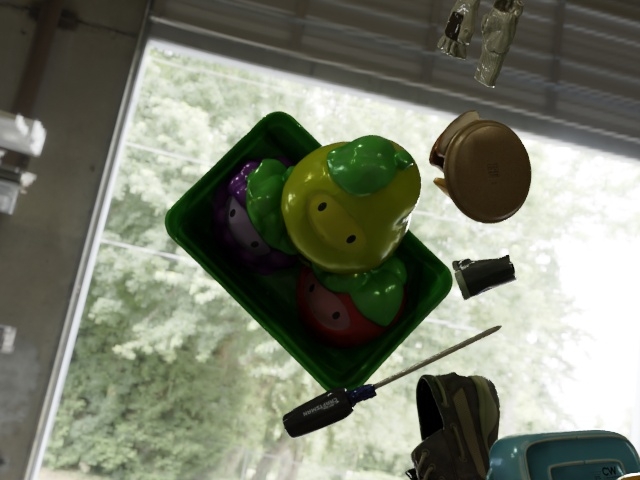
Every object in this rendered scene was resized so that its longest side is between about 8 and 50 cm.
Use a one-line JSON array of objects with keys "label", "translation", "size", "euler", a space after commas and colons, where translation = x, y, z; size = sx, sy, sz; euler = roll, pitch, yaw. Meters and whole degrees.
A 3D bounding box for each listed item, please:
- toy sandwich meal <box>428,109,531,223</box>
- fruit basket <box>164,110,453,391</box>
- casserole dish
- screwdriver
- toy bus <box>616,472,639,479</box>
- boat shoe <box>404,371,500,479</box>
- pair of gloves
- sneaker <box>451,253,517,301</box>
[{"label": "toy sandwich meal", "translation": [0.118, -0.052, 0.585], "size": [0.086, 0.085, 0.029], "euler": [16, -8, -22]}, {"label": "fruit basket", "translation": [0.000, 0.000, 1.081], "size": [0.392, 0.283, 0.392], "euler": [43, -8, 8]}, {"label": "casserole dish", "translation": [0.242, 0.229, 0.735], "size": [0.188, 0.114, 0.037], "euler": [4, -30, -26]}, {"label": "screwdriver", "translation": [0.051, 0.099, 0.553], "size": [0.170, 0.025, 0.024], "euler": [-24, -62, 7]}, {"label": "toy bus", "translation": [0.148, 0.282, 0.364], "size": [0.130, 0.332, 0.108], "euler": [13, 19, -6]}, {"label": "boat shoe", "translation": [0.183, 0.330, 1.108], "size": [0.130, 0.355, 0.132], "euler": [13, -56, -5]}, {"label": "pair of gloves", "translation": [0.356, -0.480, 1.771], "size": [0.042, 0.240, 0.204], "euler": [0, -53, -27]}, {"label": "sneaker", "translation": [0.339, 0.071, 1.621], "size": [0.118, 0.083, 0.222], "euler": [-19, 5, 9]}]
